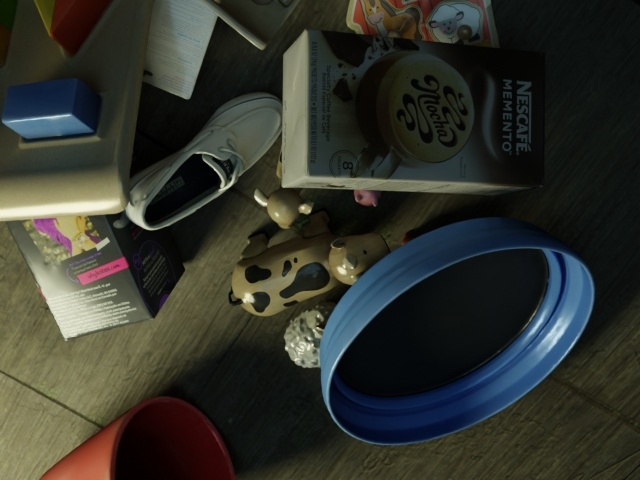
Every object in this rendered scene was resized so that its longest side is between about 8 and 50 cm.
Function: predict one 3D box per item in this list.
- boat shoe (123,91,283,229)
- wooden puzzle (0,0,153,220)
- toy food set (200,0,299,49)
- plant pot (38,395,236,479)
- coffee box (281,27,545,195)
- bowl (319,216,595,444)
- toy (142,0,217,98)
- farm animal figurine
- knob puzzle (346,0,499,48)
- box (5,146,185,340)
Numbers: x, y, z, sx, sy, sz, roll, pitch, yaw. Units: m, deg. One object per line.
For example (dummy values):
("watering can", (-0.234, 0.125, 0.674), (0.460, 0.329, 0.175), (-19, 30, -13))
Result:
("boat shoe", (-0.138, -0.098, 0.996), (0.258, 0.084, 0.095), (-42, 125, -11))
("wooden puzzle", (-0.365, -0.200, 0.908), (0.322, 0.080, 0.347), (-3, 76, 16))
("toy food set", (-0.062, -0.410, 0.875), (0.220, 0.092, 0.306), (37, 95, -12))
("plant pot", (-0.305, 0.412, 1.200), (0.243, 0.275, 0.275), (-28, 109, 27))
("coffee box", (0.110, -0.145, 0.915), (0.297, 0.119, 0.168), (0, 88, -17))
("bowl", (0.179, 0.129, 1.035), (0.391, 0.077, 0.391), (-14, 135, -14))
("toy", (-0.188, -0.319, 0.974), (0.137, 0.056, 0.237), (22, 108, -1))
("farm animal figurine", (0.000, 0.000, 1.032), (0.327, 0.172, 0.330), (-37, 106, 18))
("knob puzzle", (0.124, -0.306, 0.969), (0.213, 0.030, 0.213), (2, 113, 4))
("box", (-0.317, -0.026, 1.049), (0.143, 0.165, 0.270), (-14, 111, 12))
